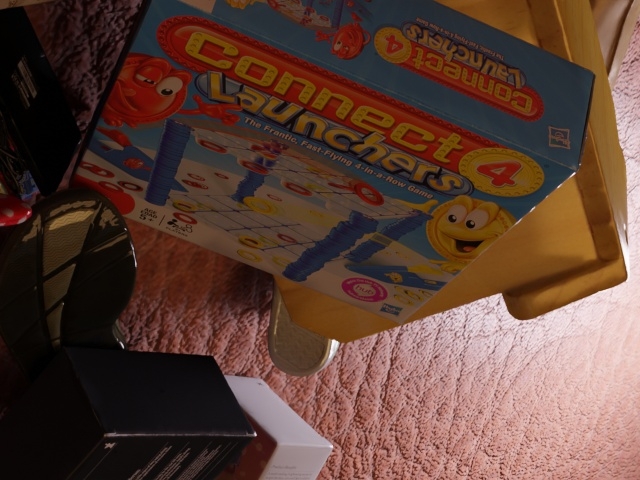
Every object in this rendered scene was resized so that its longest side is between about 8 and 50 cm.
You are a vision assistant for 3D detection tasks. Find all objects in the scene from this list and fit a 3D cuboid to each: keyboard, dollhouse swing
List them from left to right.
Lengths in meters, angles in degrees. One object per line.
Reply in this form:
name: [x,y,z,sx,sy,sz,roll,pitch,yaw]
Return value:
keyboard: [-0.242,-0.114,1.027,0.192,0.038,0.100,72,28,-44]
dollhouse swing: [0.103,-0.122,1.265,0.315,0.305,0.347,-72,145,-56]

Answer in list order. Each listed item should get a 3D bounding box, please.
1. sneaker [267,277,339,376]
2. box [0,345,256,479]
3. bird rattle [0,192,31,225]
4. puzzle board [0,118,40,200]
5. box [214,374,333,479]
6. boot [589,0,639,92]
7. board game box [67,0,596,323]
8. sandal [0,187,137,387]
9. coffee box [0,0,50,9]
sneaker: [-0.001,0.000,1.360,0.151,0.094,0.256,-28,129,-83]
box: [-0.215,0.217,1.226,0.184,0.103,0.261,7,132,-51]
bird rattle: [-0.288,-0.093,0.870,0.143,0.207,0.253,-24,164,15]
puzzle board: [-0.270,-0.066,1.064,0.096,0.011,0.128,-32,138,-24]
box: [-0.092,0.245,1.410,0.091,0.130,0.170,12,110,-49]
boot: [0.331,-0.241,1.489,0.236,0.089,0.269,-4,124,-32]
board game box: [-0.007,-0.077,1.008,0.302,0.308,0.086,130,-22,-59]
sandal: [-0.225,0.052,1.156,0.120,0.086,0.303,-17,150,-19]
coffee box: [-0.166,-0.254,0.941,0.246,0.098,0.141,-18,133,-36]
